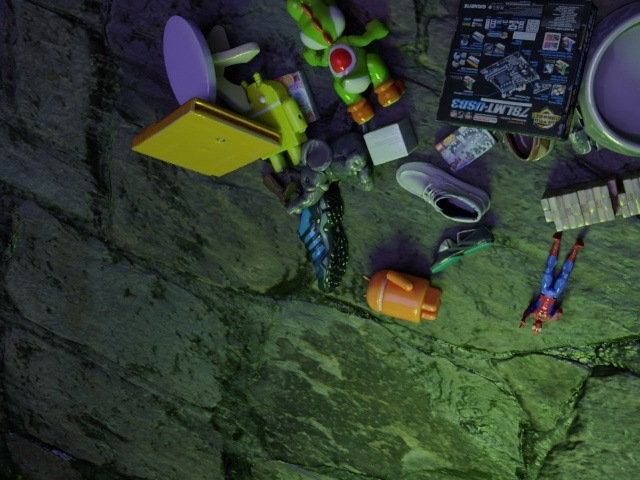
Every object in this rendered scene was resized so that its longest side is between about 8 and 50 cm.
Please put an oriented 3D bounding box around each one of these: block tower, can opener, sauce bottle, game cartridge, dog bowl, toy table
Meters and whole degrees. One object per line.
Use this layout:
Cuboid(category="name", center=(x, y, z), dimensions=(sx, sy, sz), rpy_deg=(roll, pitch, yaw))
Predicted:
Cuboid(category="block tower", center=(0.706, -0.107, 1.627), dimensions=(0.336, 0.097, 0.090), rpy_deg=(-13, 104, 28))
Cuboid(category="can opener", center=(0.596, -0.340, 1.611), dimensions=(0.095, 0.076, 0.283), rpy_deg=(-21, 101, -5))
Cuboid(category="sauce bottle", center=(0.440, -0.283, 1.700), dimensions=(0.042, 0.042, 0.128), rpy_deg=(-21, 98, 28))
Cuboid(category="game cartridge", center=(-0.310, -0.269, 1.865), dimensions=(0.324, 0.286, 0.052), rpy_deg=(-15, 65, 47))
Cuboid(category="dog bowl", center=(0.725, -0.345, 1.487), dimensions=(0.349, 0.102, 0.348), rpy_deg=(3, 107, 10))
Cuboid(category="toy table", center=(-0.294, -0.464, 1.839), dimensions=(0.252, 0.161, 0.274), rpy_deg=(-9, 92, 47))

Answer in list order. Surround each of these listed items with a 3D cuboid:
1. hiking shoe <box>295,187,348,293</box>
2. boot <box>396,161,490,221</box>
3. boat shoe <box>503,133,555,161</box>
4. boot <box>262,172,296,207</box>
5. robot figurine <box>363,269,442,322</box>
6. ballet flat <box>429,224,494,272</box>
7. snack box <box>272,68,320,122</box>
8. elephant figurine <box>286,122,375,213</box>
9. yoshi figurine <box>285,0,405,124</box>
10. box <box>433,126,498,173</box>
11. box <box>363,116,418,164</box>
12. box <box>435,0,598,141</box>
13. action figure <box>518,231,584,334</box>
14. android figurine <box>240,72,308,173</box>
Cuboid(category="hiking shoe", center=(0.000, 0.000, 1.968), dimensions=(0.132, 0.113, 0.303), rpy_deg=(5, 103, 32))
Cuboid(category="boot", center=(0.305, -0.125, 1.769), dimensions=(0.259, 0.123, 0.095), rpy_deg=(21, 116, 15))
Cuboid(category="boat shoe", center=(0.461, -0.336, 1.617), dimensions=(0.123, 0.116, 0.324), rpy_deg=(-17, 102, 44))
Cuboid(category="boot", center=(-0.121, -0.163, 1.962), dimensions=(0.114, 0.037, 0.106), rpy_deg=(51, 143, 23))
Cuboid(category="robot figurine", center=(0.222, 0.151, 1.907), dimensions=(0.220, 0.158, 0.128), rpy_deg=(13, 91, 18))
Cuboid(category="ballet flat", center=(0.369, 0.017, 1.835), dimensions=(0.203, 0.074, 0.074), rpy_deg=(-32, 95, 35))
Cuboid(category="snack box", center=(-0.071, -0.383, 1.880), dimensions=(0.100, 0.037, 0.141), rpy_deg=(-13, 104, 29))
Cuboid(category="elephant figurine", center=(0.016, -0.195, 1.836), dimensions=(0.240, 0.186, 0.169), rpy_deg=(-8, 122, 16))
Cuboid(category="yoshi figurine", center=(0.054, -0.489, 1.744), dimensions=(0.362, 0.203, 0.203), rpy_deg=(51, 161, -18))
Cuboid(category="box", center=(0.369, -0.246, 1.753), dimensions=(0.137, 0.027, 0.094), rpy_deg=(-38, 91, 30))
Cuboid(category="box", center=(0.184, -0.258, 1.784), dimensions=(0.102, 0.101, 0.087), rpy_deg=(-16, 103, 29))
Cuboid(category="box", center=(0.428, -0.386, 1.529), dimensions=(0.296, 0.073, 0.293), rpy_deg=(14, 100, 31))
Cuboid(category="action figure", center=(0.582, 0.134, 1.749), dimensions=(0.092, 0.139, 0.280), rpy_deg=(18, 118, 17))
Cuboid(category="android figurine", center=(-0.135, -0.324, 1.889), dimensions=(0.248, 0.056, 0.272), rpy_deg=(-12, 106, 48))
